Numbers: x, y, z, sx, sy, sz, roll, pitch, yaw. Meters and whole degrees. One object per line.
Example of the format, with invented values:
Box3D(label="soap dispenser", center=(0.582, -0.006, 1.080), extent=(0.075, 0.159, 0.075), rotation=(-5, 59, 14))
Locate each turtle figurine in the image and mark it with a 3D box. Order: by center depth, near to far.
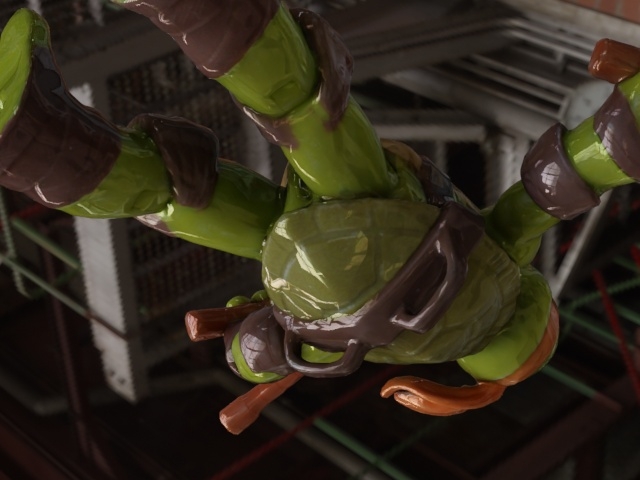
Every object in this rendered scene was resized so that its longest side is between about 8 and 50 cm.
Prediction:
Box3D(label="turtle figurine", center=(0.000, 0.000, 0.421), extent=(0.217, 0.269, 0.087), rotation=(33, -132, -31))
